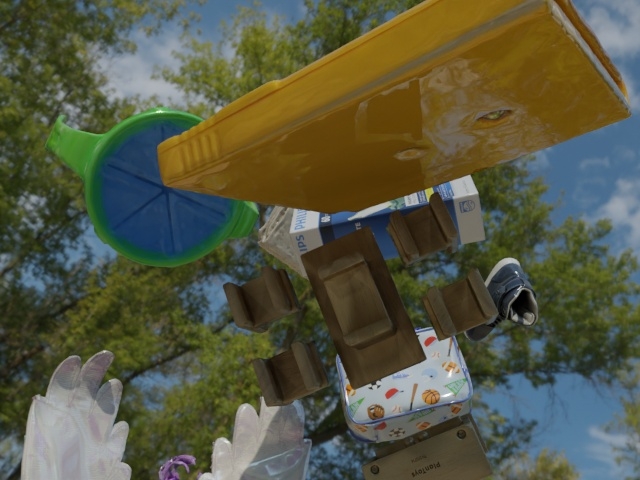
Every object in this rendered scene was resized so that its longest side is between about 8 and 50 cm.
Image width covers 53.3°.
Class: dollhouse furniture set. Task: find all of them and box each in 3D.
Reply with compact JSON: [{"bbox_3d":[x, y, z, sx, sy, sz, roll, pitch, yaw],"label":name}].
[{"bbox_3d":[0.063,0.113,0.611,0.212,0.242,0.161,-24,-16,5],"label":"dollhouse furniture set"}]

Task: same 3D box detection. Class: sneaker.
[{"bbox_3d":[0.404,0.171,1.445,0.086,0.163,0.226,15,-64,-14],"label":"sneaker"}]

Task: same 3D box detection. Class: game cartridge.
[{"bbox_3d":[0.072,-0.099,0.550,0.323,0.053,0.285,-17,-13,32],"label":"game cartridge"}]

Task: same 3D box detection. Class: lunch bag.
[{"bbox_3d":[0.193,0.319,1.455,0.303,0.243,0.115,-11,-48,0],"label":"lunch bag"}]

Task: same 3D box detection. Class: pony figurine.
[{"bbox_3d":[-0.180,0.333,0.672,0.302,0.351,0.363,14,-36,-22],"label":"pony figurine"}]

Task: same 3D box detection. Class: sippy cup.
[{"bbox_3d":[-0.261,-0.099,1.023,0.306,0.240,0.224,63,-12,-24],"label":"sippy cup"}]

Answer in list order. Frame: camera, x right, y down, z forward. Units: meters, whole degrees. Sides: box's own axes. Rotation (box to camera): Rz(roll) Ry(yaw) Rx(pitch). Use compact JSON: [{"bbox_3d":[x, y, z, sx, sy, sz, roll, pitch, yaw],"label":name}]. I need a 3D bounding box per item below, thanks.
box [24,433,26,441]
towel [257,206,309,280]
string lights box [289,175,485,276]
[{"bbox_3d":[-0.578,0.529,1.367,0.100,0.244,0.060,1,-1,-14],"label":"box"},{"bbox_3d":[0.000,0.000,1.435,0.282,0.187,0.049,39,-16,-30],"label":"towel"},{"bbox_3d":[0.093,-0.034,0.924,0.259,0.133,0.077,-12,-64,8],"label":"string lights box"}]
